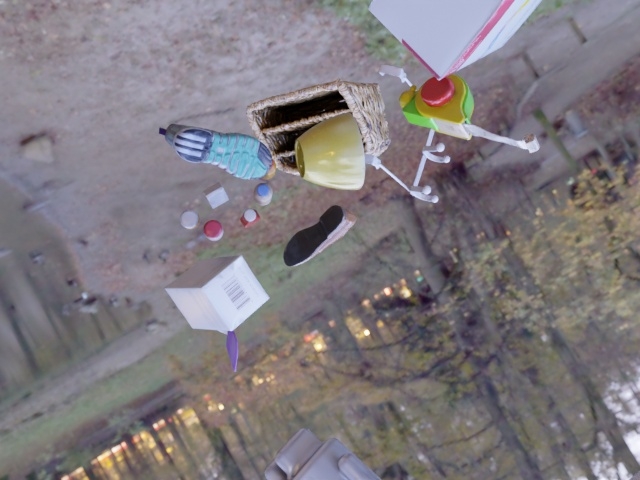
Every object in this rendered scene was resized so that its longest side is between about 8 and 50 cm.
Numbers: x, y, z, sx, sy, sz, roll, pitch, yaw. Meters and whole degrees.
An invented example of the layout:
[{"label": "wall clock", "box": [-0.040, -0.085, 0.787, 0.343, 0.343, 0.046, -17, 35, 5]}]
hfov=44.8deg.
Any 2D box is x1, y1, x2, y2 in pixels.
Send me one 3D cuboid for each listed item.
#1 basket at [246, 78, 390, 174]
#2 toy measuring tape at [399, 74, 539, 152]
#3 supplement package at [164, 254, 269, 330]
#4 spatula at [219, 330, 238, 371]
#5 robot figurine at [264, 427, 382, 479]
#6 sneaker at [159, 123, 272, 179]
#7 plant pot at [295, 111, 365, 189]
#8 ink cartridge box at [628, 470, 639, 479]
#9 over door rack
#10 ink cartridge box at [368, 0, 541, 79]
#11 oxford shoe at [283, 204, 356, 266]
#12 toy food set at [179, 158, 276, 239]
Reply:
[{"label": "basket", "box": [-0.004, -0.268, 1.946, 0.299, 0.213, 0.223, -8, -175, 29]}, {"label": "toy measuring tape", "box": [0.303, -0.266, 1.563, 0.330, 0.121, 0.121, 22, -148, 36]}, {"label": "supplement package", "box": [-0.201, 0.101, 1.494, 0.105, 0.105, 0.179, -42, -161, -29]}, {"label": "spatula", "box": [-0.253, 0.186, 1.815, 0.030, 0.296, 0.084, -12, 128, -33]}, {"label": "robot figurine", "box": [0.044, 0.584, 1.721, 0.200, 0.353, 0.300, -39, 164, -43]}, {"label": "sneaker", "box": [-0.194, -0.180, 1.473, 0.223, 0.098, 0.083, 15, 102, -44]}, {"label": "plant pot", "box": [0.010, -0.145, 1.325, 0.095, 0.134, 0.134, -10, 170, -12]}, {"label": "ink cartridge box", "box": [0.668, 0.496, 1.184, 0.285, 0.166, 0.395, -17, -149, -38]}, {"label": "over door rack", "box": [0.231, -0.244, 1.872, 0.108, 0.239, 0.324, 13, 173, 39]}, {"label": "ink cartridge box", "box": [0.175, -0.297, 0.926, 0.176, 0.128, 0.127, -34, 167, -45]}, {"label": "oxford shoe", "box": [0.000, 0.000, 1.796, 0.212, 0.076, 0.076, -36, 150, 30]}, {"label": "toy food set", "box": [-0.179, -0.078, 1.606, 0.232, 0.111, 0.104, -29, 179, -7]}]
